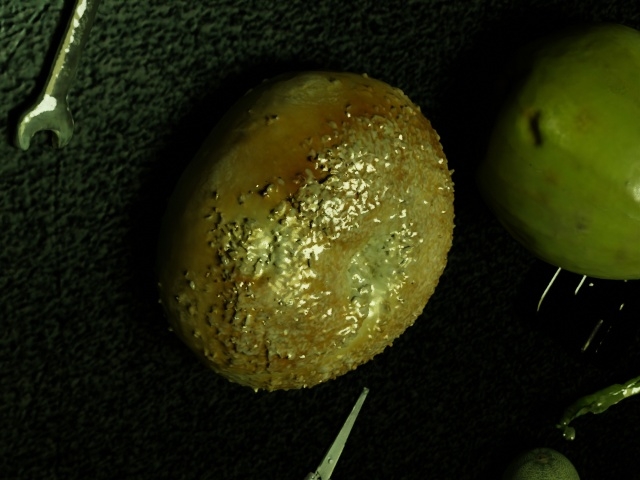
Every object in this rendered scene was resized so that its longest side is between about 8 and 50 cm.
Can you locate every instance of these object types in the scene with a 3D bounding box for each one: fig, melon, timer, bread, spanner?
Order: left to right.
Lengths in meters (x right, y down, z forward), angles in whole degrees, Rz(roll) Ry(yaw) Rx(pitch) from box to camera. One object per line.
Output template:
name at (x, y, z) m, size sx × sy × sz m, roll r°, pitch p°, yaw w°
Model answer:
spanner at (-0.187, -0.187, 1.267) m, size 0.054 × 0.015 × 0.254 m, roll 13°, pitch 103°, yaw -41°
bread at (0.000, 0.000, 1.422) m, size 0.305 × 0.159 × 0.305 m, roll -20°, pitch 124°, yaw -33°
melon at (0.254, 0.297, 1.835) m, size 0.098 × 0.098 × 0.131 m, roll -25°, pitch 134°, yaw -29°
timer at (0.312, 0.059, 1.790) m, size 0.187 × 0.055 × 0.144 m, roll 31°, pitch 91°, yaw -44°
fig at (0.281, -0.077, 1.544) m, size 0.239 × 0.271 × 0.239 m, roll -30°, pitch 142°, yaw -27°

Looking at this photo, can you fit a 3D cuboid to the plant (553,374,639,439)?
plant at (0.431, 0.134, 1.908) m, size 0.333 × 0.251 × 0.180 m, roll 1°, pitch 94°, yaw -2°

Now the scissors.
scissors at (0.006, 0.237, 1.652) m, size 0.100 × 0.015 × 0.189 m, roll 26°, pitch 93°, yaw -42°
